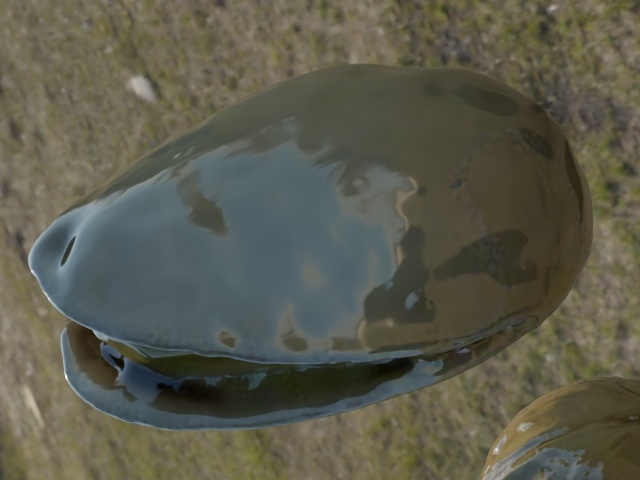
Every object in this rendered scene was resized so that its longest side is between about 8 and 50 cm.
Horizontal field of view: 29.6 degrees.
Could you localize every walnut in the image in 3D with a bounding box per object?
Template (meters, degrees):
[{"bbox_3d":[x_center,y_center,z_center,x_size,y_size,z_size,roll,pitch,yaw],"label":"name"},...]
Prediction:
[{"bbox_3d":[0.200,0.204,0.796,0.228,0.228,0.228,53,156,35],"label":"walnut"}]

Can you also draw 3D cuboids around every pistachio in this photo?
[{"bbox_3d":[0.000,0.000,0.481,0.152,0.223,0.126,-106,5,-49],"label":"pistachio"}]
